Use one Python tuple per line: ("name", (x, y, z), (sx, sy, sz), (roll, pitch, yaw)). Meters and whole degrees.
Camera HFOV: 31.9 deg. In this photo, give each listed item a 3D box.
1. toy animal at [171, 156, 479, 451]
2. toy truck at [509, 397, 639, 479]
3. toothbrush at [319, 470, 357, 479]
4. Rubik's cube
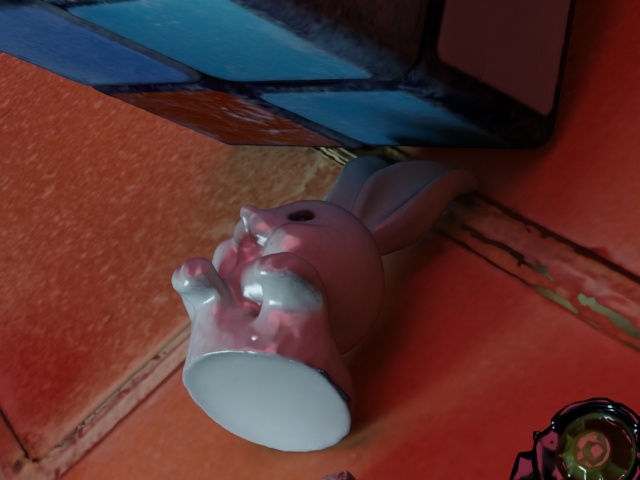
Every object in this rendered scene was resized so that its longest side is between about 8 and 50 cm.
("toy animal", (0.000, 0.001, 0.669), (0.104, 0.131, 0.220), (-19, 36, 44))
("toy truck", (0.191, 0.136, 0.381), (0.257, 0.127, 0.127), (0, 66, 38))
("toothbrush", (-0.098, 0.203, 0.614), (0.286, 0.025, 0.020), (-32, 37, 7))
("Rubik's cube", (-0.029, -0.245, 0.714), (0.316, 0.318, 0.313), (6, 82, 43))
